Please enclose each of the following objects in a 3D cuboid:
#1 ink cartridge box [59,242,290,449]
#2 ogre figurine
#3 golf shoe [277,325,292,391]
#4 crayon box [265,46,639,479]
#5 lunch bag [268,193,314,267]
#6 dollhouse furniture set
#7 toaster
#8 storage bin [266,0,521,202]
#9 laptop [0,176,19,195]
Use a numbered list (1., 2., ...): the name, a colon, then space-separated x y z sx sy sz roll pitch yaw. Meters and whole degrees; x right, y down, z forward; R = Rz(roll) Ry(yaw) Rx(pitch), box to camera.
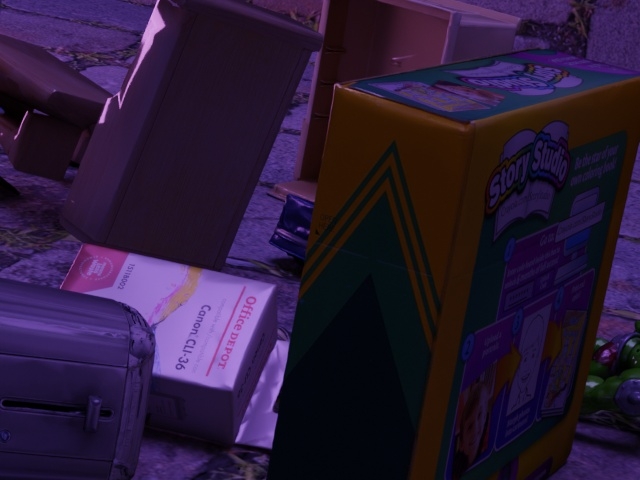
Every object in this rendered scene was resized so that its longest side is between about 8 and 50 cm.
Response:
1. ink cartridge box: -0.103 0.080 1.465 0.198 0.067 0.115 12 47 10
2. ogre figurine: 0.259 0.110 1.620 0.197 0.097 0.118 11 -3 -44
3. golf shoe: -0.117 0.071 1.572 0.198 0.077 0.094 17 16 32
4. crayon box: 0.100 0.038 1.346 0.106 0.313 0.363 15 15 23
5. lunch bag: 0.000 0.000 1.956 0.067 0.065 0.098 18 5 -37
6. dollhouse furniture set: -0.219 -0.168 1.941 0.362 0.256 0.394 14 14 -43
7. toaster: -0.197 0.094 1.323 0.146 0.129 0.227 9 4 -13
8. storage bin: 0.073 -0.152 2.196 0.123 0.262 0.260 -4 19 -44
9. laptop: -0.498 -0.087 2.094 0.264 0.136 0.234 -25 26 -19
